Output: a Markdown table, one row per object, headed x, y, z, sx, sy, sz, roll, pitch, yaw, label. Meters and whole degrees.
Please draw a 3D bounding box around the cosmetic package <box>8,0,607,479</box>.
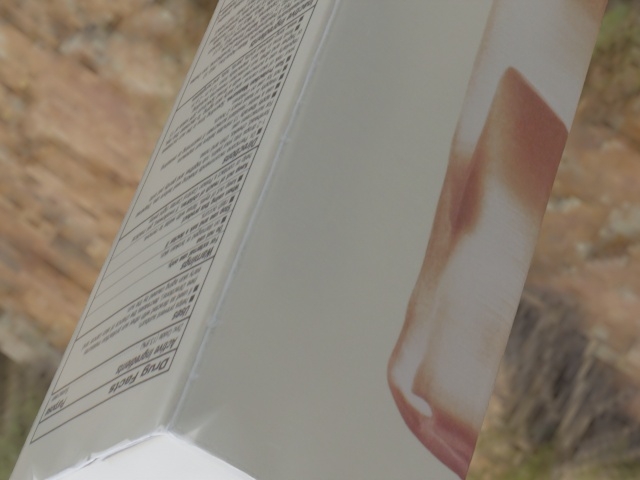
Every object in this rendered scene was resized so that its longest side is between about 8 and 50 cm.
| x | y | z | sx | sy | sz | roll | pitch | yaw | label |
| --- | --- | --- | --- | --- | --- | --- | --- | --- | --- |
| 0.000 | 0.000 | 0.787 | 0.129 | 0.296 | 0.153 | 34 | 148 | -20 | cosmetic package |
